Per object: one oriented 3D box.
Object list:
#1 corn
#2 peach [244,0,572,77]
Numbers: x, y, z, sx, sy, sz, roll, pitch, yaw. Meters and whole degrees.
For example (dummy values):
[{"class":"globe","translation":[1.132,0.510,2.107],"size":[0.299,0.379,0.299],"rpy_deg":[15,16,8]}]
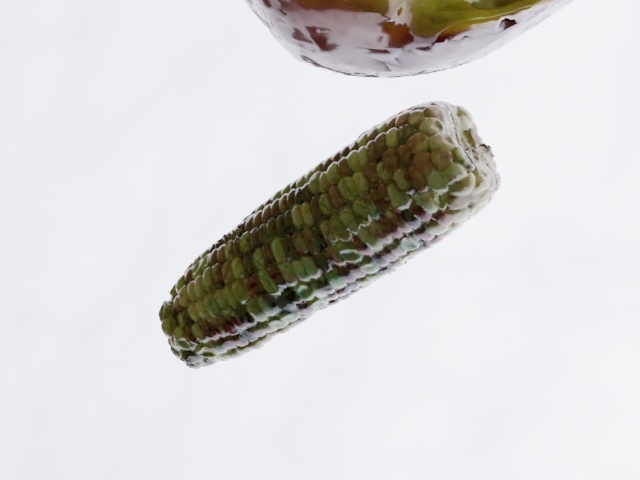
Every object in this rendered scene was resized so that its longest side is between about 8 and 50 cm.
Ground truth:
[{"class":"corn","translation":[0.000,0.000,1.057],"size":[0.253,0.086,0.086],"rpy_deg":[-34,-119,24]},{"class":"peach","translation":[0.068,-0.176,0.649],"size":[0.267,0.159,0.154],"rpy_deg":[-46,-161,-7]}]
